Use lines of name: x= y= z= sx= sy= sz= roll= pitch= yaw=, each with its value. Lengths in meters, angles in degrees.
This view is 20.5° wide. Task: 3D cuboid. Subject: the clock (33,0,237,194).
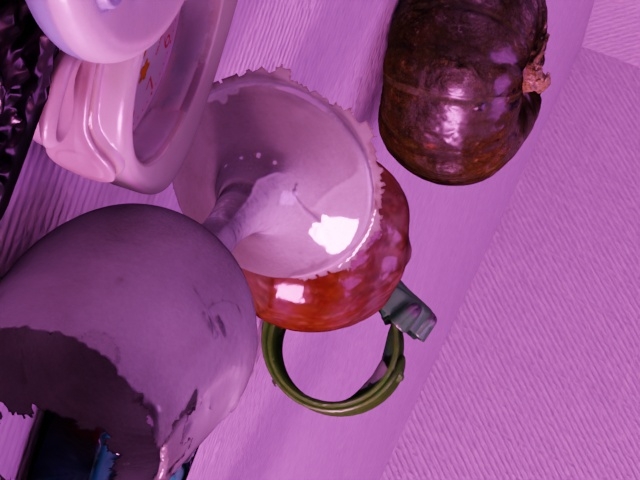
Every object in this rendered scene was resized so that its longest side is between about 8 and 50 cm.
clock: x=-0.090 y=-0.101 z=0.817 sx=0.191 sy=0.062 sz=0.151 roll=-2 pitch=111 yaw=-81

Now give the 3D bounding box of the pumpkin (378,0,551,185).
pumpkin: x=0.140 y=-0.161 z=1.663 sx=0.224 sy=0.157 sz=0.223 roll=11 pitch=90 yaw=-75

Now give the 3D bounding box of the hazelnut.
hazelnut: x=0.000 y=0.000 z=1.328 sx=0.143 sy=0.143 sz=0.154 roll=-52 pitch=160 yaw=-58

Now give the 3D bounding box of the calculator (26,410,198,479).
calculator: x=-0.124 y=0.128 z=1.158 sx=0.248 sy=0.058 sz=0.274 roll=-40 pitch=149 yaw=-71

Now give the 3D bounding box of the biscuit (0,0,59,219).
biscuit: x=-0.154 y=-0.043 z=0.645 sx=0.194 sy=0.053 sz=0.194 roll=21 pitch=90 yaw=-80

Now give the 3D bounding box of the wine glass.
wine glass: x=-0.078 y=0.022 z=0.944 sx=0.321 sy=0.143 sz=0.143 roll=-48 pitch=157 yaw=-57

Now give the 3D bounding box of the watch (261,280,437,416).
watch: x=0.012 y=0.075 z=1.611 sx=0.152 sy=0.165 sz=0.131 roll=-43 pitch=171 yaw=0

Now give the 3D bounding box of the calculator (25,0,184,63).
calculator: x=-0.070 y=-0.214 z=0.639 sx=0.188 sy=0.042 sz=0.302 roll=-44 pitch=139 yaw=-65
